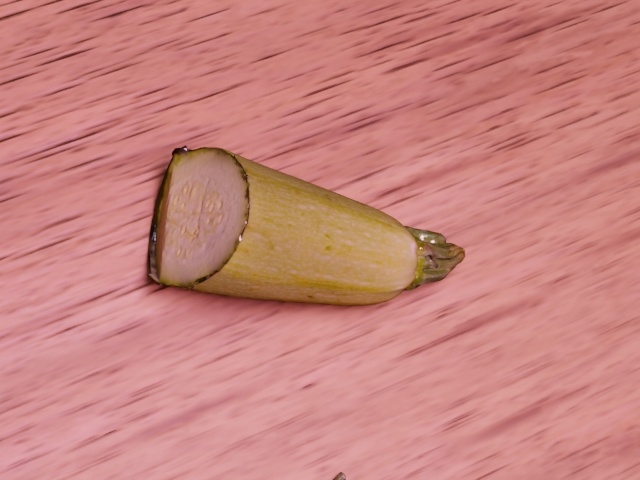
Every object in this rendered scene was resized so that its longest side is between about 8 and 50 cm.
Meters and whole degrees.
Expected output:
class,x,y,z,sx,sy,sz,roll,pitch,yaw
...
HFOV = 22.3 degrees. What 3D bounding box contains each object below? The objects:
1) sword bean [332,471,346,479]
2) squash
class,x,y,z,sx,sy,sz,roll,pitch,yaw
sword bean,-0.005,0.233,1.408,0.012,0.012,0.083,42,66,0
squash,0.001,0.009,1.430,0.288,0.137,0.137,15,67,-15
